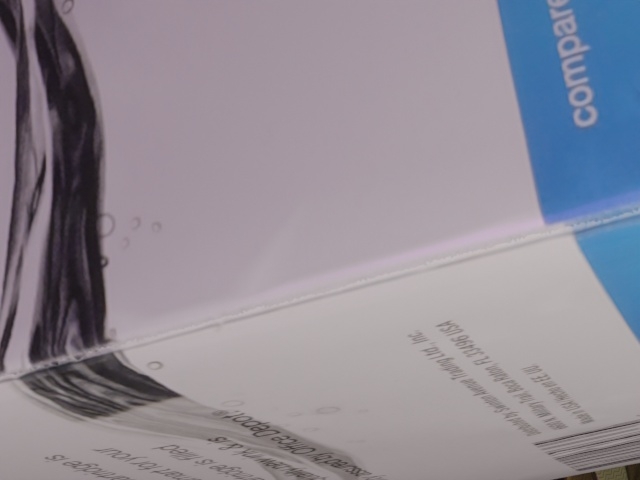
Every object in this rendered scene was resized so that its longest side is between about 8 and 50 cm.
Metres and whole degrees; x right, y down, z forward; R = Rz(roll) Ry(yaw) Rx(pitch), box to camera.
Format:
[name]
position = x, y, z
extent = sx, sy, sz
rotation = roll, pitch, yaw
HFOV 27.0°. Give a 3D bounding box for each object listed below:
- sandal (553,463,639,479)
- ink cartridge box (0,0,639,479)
[sandal]
position = 0.132, 0.189, 0.607
extent = 0.060, 0.090, 0.219
rotation = -9, 100, 38
[ink cartridge box]
position = 0.000, 0.000, 0.489
extent = 0.394, 0.285, 0.166
rotation = -16, 67, 18
